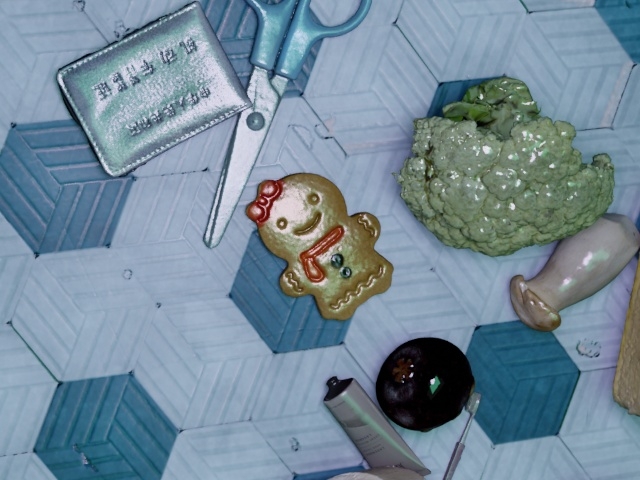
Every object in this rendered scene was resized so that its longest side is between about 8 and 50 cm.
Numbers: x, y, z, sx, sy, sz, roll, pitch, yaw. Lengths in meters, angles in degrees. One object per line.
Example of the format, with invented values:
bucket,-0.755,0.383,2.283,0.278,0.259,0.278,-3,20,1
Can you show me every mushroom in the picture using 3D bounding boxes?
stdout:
mushroom,0.360,0.038,1.756,0.212,0.088,0.097,-38,100,-5

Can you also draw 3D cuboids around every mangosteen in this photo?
mangosteen,0.150,0.204,1.715,0.137,0.137,0.151,-51,132,-4

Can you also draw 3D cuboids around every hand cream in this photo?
hand cream,0.069,0.264,1.727,0.186,0.087,0.054,53,38,-8

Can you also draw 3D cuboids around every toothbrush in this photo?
toothbrush,0.191,0.308,1.776,0.017,0.014,0.194,19,90,-12

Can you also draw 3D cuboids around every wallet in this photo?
wallet,-0.222,-0.197,1.647,0.222,0.036,0.167,-27,96,0

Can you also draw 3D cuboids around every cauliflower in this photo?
cauliflower,0.246,-0.108,1.687,0.272,0.275,0.250,-15,55,21

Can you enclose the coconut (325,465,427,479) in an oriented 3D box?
coconut,0.083,0.407,1.665,0.234,0.224,0.224,24,88,-51

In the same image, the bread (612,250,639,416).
bread,0.588,0.107,1.753,0.324,0.143,0.333,9,93,-23

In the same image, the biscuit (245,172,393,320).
biscuit,0.000,0.000,1.712,0.166,0.036,0.225,-35,98,-6

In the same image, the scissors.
scissors,-0.076,-0.200,1.689,0.193,0.029,0.447,20,90,-11
